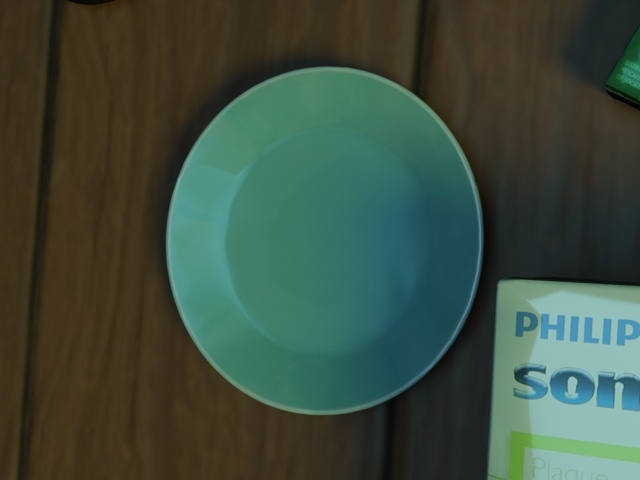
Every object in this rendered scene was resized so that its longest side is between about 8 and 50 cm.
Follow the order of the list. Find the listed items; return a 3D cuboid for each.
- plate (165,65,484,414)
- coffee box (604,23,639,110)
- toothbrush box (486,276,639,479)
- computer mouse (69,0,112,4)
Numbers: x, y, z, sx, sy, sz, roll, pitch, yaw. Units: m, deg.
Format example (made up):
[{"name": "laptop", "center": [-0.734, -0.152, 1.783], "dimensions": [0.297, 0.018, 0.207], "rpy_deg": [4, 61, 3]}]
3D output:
[{"name": "plate", "center": [0.000, 0.000, 0.515], "dimensions": [0.188, 0.024, 0.188], "rpy_deg": [-1, 87, 25]}, {"name": "coffee box", "center": [0.223, -0.121, 0.411], "dimensions": [0.113, 0.040, 0.184], "rpy_deg": [33, 101, 23]}, {"name": "toothbrush box", "center": [0.176, 0.161, 0.378], "dimensions": [0.206, 0.122, 0.283], "rpy_deg": [4, 88, 24]}, {"name": "computer mouse", "center": [-0.107, -0.270, 0.548], "dimensions": [0.188, 0.072, 0.272], "rpy_deg": [35, 102, 20]}]
